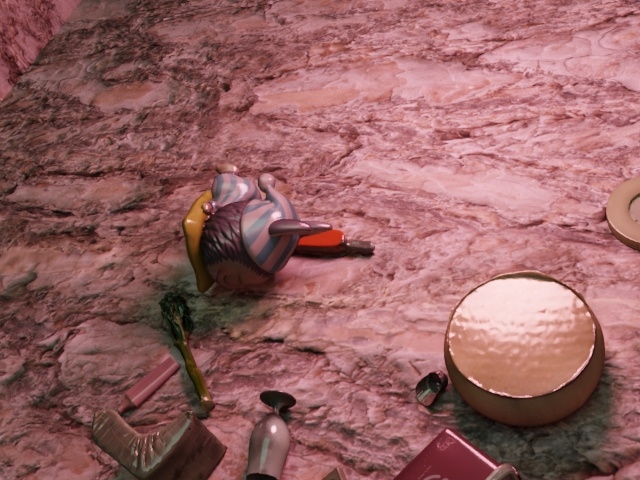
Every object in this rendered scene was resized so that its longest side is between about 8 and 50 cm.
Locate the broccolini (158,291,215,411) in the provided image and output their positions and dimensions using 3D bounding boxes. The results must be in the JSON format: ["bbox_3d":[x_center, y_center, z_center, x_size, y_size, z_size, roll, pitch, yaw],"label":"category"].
[{"bbox_3d":[-0.343,0.271,1.927,0.078,0.074,0.392,-36,45,0],"label":"broccolini"}]

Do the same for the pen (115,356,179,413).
[{"bbox_3d":[-0.448,0.378,1.911,0.197,0.032,0.053,-40,49,-17],"label":"pen"}]

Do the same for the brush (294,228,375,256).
[{"bbox_3d":[0.000,0.000,2.037,0.323,0.051,0.070,5,54,26],"label":"brush"}]

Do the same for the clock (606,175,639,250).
[{"bbox_3d":[0.807,-0.068,1.784,0.234,0.029,0.235,-11,46,12],"label":"clock"}]

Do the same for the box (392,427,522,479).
[{"bbox_3d":[0.233,0.515,1.413,0.294,0.193,0.167,-40,40,-13],"label":"box"}]

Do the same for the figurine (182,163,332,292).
[{"bbox_3d":[-0.142,-0.034,2.009,0.377,0.266,0.362,2,50,13],"label":"figurine"}]

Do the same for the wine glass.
[{"bbox_3d":[-0.112,0.446,1.673,0.092,0.093,0.202,-4,50,19],"label":"wine glass"}]

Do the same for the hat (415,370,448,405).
[{"bbox_3d":[0.253,0.328,1.666,0.058,0.042,0.087,38,106,44],"label":"hat"}]

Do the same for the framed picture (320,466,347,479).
[{"bbox_3d":[-0.040,0.638,1.439,0.335,0.022,0.247,-43,44,16],"label":"framed picture"}]

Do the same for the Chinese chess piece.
[{"bbox_3d":[0.433,0.229,1.604,0.337,0.141,0.338,-11,50,14],"label":"Chinese chess piece"}]

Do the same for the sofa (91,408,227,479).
[{"bbox_3d":[-0.370,0.456,1.691,0.225,0.210,0.176,22,64,36],"label":"sofa"}]
